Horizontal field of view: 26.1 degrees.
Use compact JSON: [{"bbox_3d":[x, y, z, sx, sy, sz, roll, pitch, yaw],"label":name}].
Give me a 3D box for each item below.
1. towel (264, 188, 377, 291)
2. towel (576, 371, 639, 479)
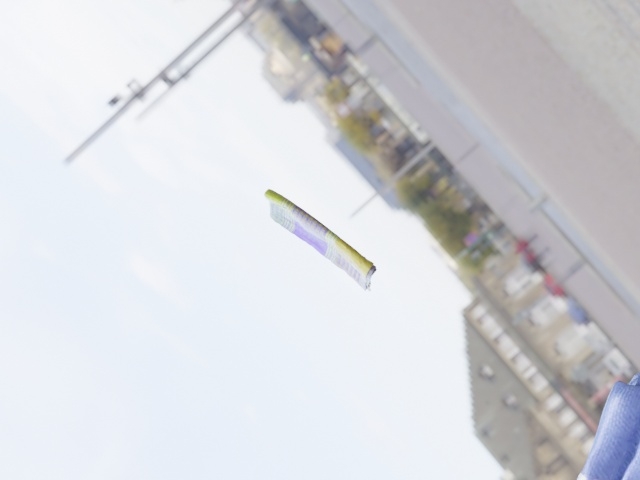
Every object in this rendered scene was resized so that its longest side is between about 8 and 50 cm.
[{"bbox_3d":[0.000,0.000,0.834,0.083,0.009,0.060,38,171,5],"label":"towel"},{"bbox_3d":[0.162,0.226,0.461,0.243,0.336,0.040,19,-169,6],"label":"towel"}]
